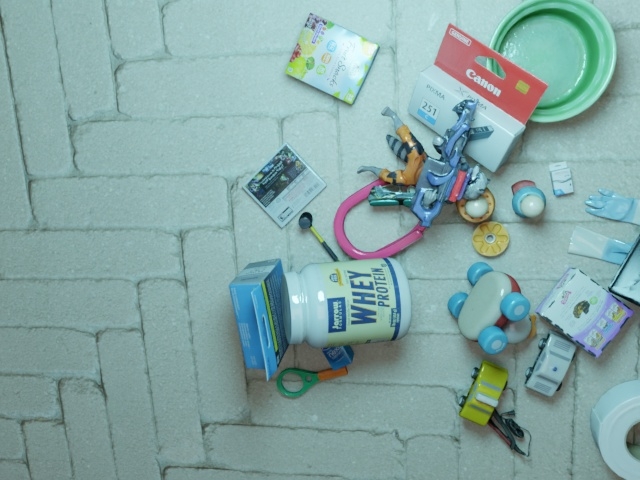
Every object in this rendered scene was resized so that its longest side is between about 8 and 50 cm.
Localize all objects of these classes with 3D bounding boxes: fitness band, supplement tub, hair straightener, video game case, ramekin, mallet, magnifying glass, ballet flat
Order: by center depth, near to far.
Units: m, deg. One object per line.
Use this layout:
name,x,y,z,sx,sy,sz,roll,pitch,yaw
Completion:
ramekin,0.567,-0.454,1.555,0.304,0.148,0.303,2,103,9
ballet flat,0.226,-0.124,1.688,0.189,0.070,0.070,5,104,6
supplement tub,0.065,0.173,1.696,0.325,0.235,0.235,-4,103,-11
fitness band,0.178,-0.064,1.764,0.291,0.054,0.209,-31,94,14
mallet,0.000,0.000,1.800,0.039,0.062,0.189,-35,96,16
video game case,-0.106,-0.162,1.802,0.190,0.022,0.173,-43,94,16
hair straightener,0.557,0.549,1.839,0.089,0.047,0.230,-41,88,15
magnifying glass,-0.028,0.430,1.926,0.231,0.026,0.092,-16,100,14

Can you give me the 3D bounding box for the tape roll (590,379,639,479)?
tape roll,0.928,0.546,1.753,0.286,0.100,0.286,2,104,9

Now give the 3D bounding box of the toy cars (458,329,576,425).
toy cars,0.567,0.404,1.762,0.394,0.087,0.176,-26,91,6

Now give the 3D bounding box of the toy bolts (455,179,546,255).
toy bolts,0.495,-0.060,1.653,0.229,0.158,0.218,-15,100,13

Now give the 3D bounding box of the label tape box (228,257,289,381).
label tape box,-0.172,0.215,1.730,0.115,0.347,0.249,-8,101,11

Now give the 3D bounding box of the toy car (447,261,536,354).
toy car,0.524,0.207,1.719,0.238,0.219,0.210,21,107,-26

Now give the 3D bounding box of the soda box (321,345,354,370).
soda box,0.022,0.281,1.856,0.067,0.071,0.210,-28,97,14

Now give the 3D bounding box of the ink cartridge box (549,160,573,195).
ink cartridge box,0.653,-0.169,1.669,0.048,0.028,0.083,-12,100,12

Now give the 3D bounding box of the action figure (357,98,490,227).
action figure,0.296,-0.226,1.595,0.330,0.178,0.341,33,110,17

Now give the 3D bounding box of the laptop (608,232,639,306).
laptop,1.053,0.088,1.602,0.408,0.236,0.381,31,90,-24

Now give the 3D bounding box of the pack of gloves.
pack of gloves,0.817,-0.027,1.666,0.232,0.046,0.195,14,106,6

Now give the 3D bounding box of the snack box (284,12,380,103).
snack box,0.033,-0.493,1.677,0.207,0.070,0.174,25,105,1

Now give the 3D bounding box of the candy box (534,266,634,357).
candy box,0.727,0.197,1.704,0.196,0.070,0.164,38,93,-1

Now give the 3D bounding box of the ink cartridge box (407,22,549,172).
ink cartridge box,0.379,-0.352,1.539,0.296,0.066,0.261,40,147,18
